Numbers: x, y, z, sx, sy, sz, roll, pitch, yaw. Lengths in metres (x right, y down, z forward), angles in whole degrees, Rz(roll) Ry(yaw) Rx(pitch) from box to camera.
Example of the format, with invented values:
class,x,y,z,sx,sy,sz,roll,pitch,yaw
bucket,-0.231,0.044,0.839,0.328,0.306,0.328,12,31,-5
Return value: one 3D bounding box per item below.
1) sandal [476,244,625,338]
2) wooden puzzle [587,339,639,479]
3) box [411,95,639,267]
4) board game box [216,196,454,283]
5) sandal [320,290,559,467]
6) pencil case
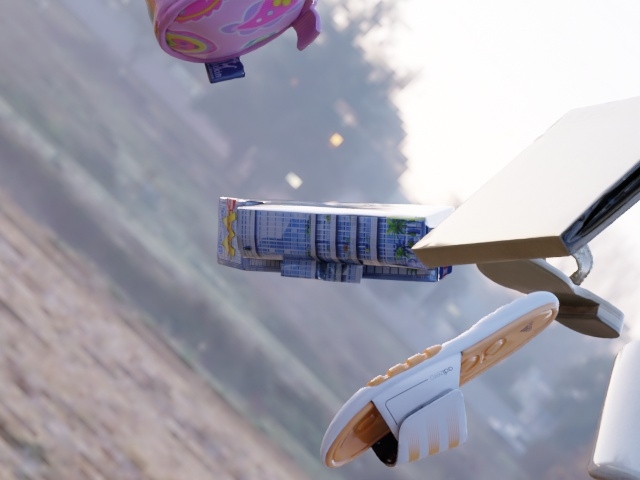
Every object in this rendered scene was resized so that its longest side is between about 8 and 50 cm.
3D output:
class,x,y,z,sx,sy,sz,roll,pitch,yaw
sandal,0.231,0.020,1.885,0.088,0.079,0.240,2,-21,38
wooden puzzle,0.290,0.156,1.217,0.238,0.044,0.221,31,23,3
box,0.162,-0.040,1.231,0.021,0.164,0.201,54,-20,-12
board game box,0.000,0.000,1.531,0.194,0.060,0.194,2,4,11
sandal,0.121,0.139,1.730,0.076,0.265,0.102,53,-12,25
pencil case,-0.082,-0.260,1.318,0.124,0.124,0.284,49,24,-68
